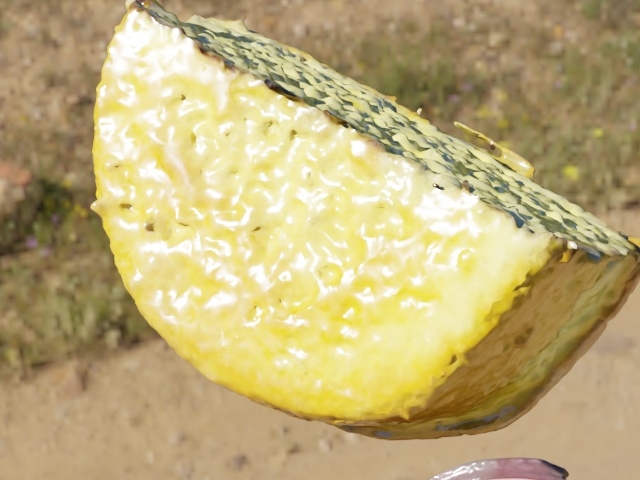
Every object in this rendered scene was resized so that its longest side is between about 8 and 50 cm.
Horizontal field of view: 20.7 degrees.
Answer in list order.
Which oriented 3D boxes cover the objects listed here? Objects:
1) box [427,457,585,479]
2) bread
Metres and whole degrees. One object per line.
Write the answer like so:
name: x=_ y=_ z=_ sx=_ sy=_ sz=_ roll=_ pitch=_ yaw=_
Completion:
box: x=0.100 y=0.201 z=0.911 sx=0.151 sy=0.151 sz=0.135 roll=-3 pitch=46 yaw=3
bread: x=0.000 y=0.000 z=0.709 sx=0.229 sy=0.139 sz=0.143 roll=31 pitch=6 yaw=20
